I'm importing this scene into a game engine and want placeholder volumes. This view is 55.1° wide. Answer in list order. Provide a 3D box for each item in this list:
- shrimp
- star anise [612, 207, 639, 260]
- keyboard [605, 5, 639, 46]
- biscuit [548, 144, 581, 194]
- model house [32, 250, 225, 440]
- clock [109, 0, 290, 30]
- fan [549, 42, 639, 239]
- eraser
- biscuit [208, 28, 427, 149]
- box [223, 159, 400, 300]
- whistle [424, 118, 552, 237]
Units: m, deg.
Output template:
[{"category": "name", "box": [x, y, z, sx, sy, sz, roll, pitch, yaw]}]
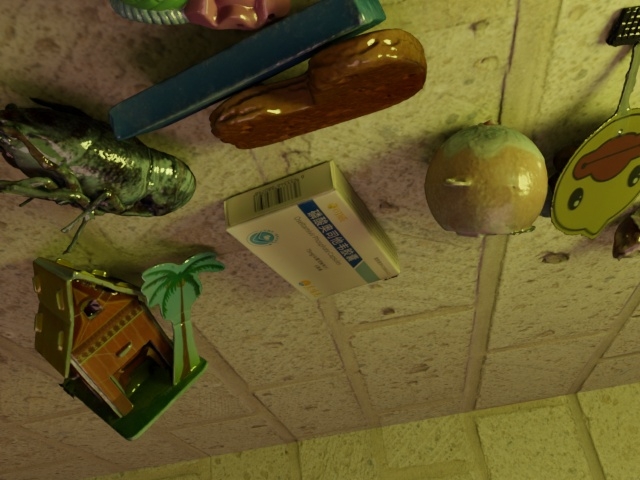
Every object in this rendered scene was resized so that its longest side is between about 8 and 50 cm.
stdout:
[{"category": "shrimp", "box": [-0.325, -0.083, 0.786, 0.372, 0.172, 0.137, 9, 151, -39]}, {"category": "star anise", "box": [0.689, -0.031, 1.207, 0.236, 0.093, 0.229, -21, 147, 17]}, {"category": "keyboard", "box": [0.478, -0.286, 0.800, 0.196, 0.018, 0.060, -8, 147, -3]}, {"category": "biscuit", "box": [0.504, -0.131, 1.044, 0.236, 0.039, 0.180, -8, 145, -1]}, {"category": "model house", "box": [-0.381, 0.118, 1.166, 0.300, 0.340, 0.323, 17, 142, 43]}, {"category": "clock", "box": [-0.113, -0.295, 0.556, 0.194, 0.100, 0.195, 0, 147, -11]}, {"category": "fan", "box": [0.446, -0.137, 0.929, 0.230, 0.011, 0.335, -20, 130, -19]}, {"category": "eraser", "box": [-0.082, -0.198, 0.691, 0.312, 0.144, 0.042, -20, 103, 21]}, {"category": "biscuit", "box": [-0.012, -0.176, 0.724, 0.277, 0.052, 0.262, -15, 180, 16]}, {"category": "box", "box": [0.000, 0.000, 1.108, 0.200, 0.065, 0.343, -19, 148, 16]}, {"category": "whistle", "box": [0.288, -0.090, 0.972, 0.189, 0.189, 0.348, -32, 160, 34]}]
